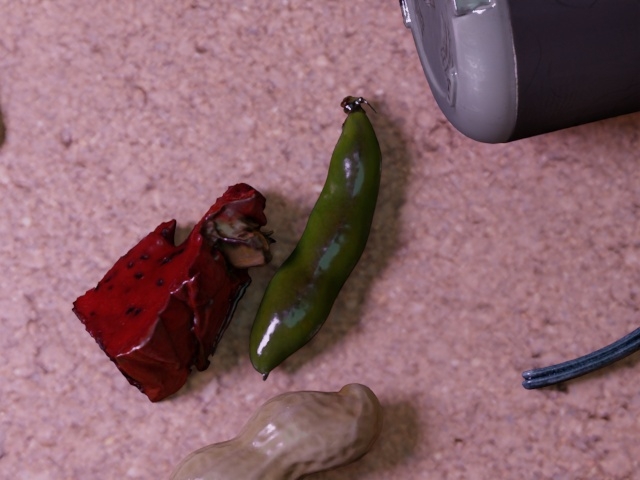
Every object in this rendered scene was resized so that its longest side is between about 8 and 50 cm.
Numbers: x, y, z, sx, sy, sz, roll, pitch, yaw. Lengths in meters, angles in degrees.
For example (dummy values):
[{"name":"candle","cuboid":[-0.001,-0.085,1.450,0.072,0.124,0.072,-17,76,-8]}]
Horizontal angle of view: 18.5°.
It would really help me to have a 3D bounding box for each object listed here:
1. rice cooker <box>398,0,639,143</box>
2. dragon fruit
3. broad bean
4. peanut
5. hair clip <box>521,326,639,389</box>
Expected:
[{"name":"rice cooker","cuboid":[0.207,-0.233,1.566,0.277,0.288,0.288,-14,80,-5]},{"name":"dragon fruit","cuboid":[-0.105,0.037,1.610,0.192,0.122,0.092,-53,126,-14]},{"name":"broad bean","cuboid":[0.004,0.001,1.622,0.065,0.046,0.254,20,77,7]},{"name":"peanut","cuboid":[-0.035,0.173,1.572,0.187,0.082,0.082,-33,83,-10]},{"name":"hair clip","cuboid":[0.269,0.065,1.631,0.229,0.039,0.070,-35,84,-8]}]
